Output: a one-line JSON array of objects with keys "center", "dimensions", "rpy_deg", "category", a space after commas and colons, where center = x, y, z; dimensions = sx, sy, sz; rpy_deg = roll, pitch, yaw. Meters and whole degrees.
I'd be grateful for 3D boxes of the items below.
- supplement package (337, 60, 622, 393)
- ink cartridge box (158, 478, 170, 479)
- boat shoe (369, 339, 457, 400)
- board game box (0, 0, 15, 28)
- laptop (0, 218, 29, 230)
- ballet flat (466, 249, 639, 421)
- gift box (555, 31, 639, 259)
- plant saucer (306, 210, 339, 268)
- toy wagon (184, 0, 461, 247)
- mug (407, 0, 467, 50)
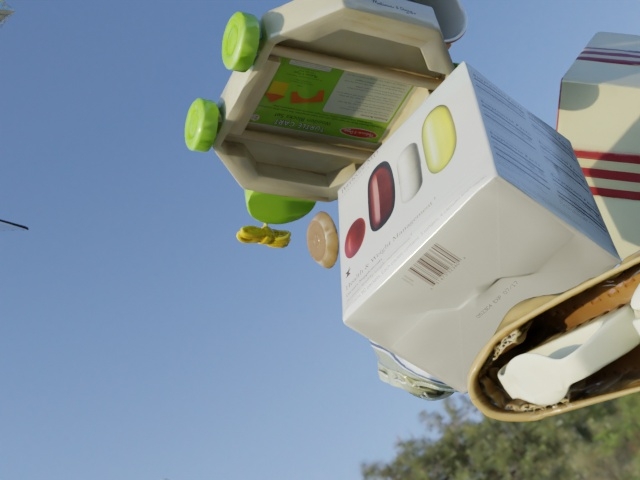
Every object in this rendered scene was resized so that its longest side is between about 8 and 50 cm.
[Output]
[{"center": [0.131, -0.014, 0.913], "dimensions": [0.149, 0.203, 0.194], "rpy_deg": [33, -61, -22], "category": "supplement package"}, {"center": [-0.141, 0.264, 0.583], "dimensions": [0.172, 0.100, 0.237], "rpy_deg": [-22, -34, -26], "category": "ink cartridge box"}, {"center": [0.141, 0.153, 1.269], "dimensions": [0.109, 0.094, 0.302], "rpy_deg": [-12, 6, -12], "category": "boat shoe"}, {"center": [-0.607, -0.378, 1.437], "dimensions": [0.142, 0.275, 0.144], "rpy_deg": [-45, 4, 11], "category": "board game box"}, {"center": [-0.652, -0.160, 1.395], "dimensions": [0.236, 0.407, 0.382], "rpy_deg": [-38, -38, 29], "category": "laptop"}, {"center": [0.155, 0.043, 0.468], "dimensions": [0.073, 0.080, 0.232], "rpy_deg": [-28, -7, -37], "category": "ballet flat"}, {"center": [0.422, -0.092, 1.194], "dimensions": [0.276, 0.258, 0.255], "rpy_deg": [-52, -35, -50], "category": "gift box"}, {"center": [0.000, 0.000, 1.428], "dimensions": [0.015, 0.083, 0.083], "rpy_deg": [-7, -35, -28], "category": "plant saucer"}, {"center": [-0.007, -0.120, 1.075], "dimensions": [0.267, 0.068, 0.344], "rpy_deg": [8, -40, -25], "category": "toy wagon"}, {"center": [0.072, -0.226, 1.199], "dimensions": [0.150, 0.113, 0.169], "rpy_deg": [2, -32, -23], "category": "mug"}]
